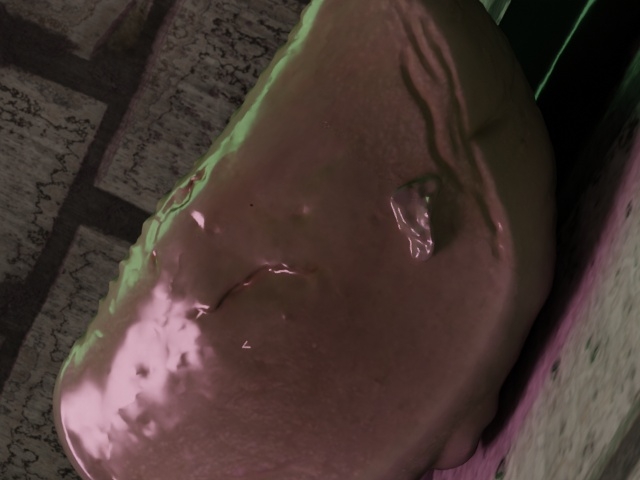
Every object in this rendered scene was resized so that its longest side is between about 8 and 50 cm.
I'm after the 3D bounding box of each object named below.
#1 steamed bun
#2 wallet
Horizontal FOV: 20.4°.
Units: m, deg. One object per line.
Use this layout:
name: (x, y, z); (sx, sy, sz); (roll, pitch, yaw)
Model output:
steamed bun: (0.020, 0.024, 1.111); (0.383, 0.236, 0.247); (-57, -2, 9)
wallet: (0.173, -0.157, 1.261); (0.228, 0.062, 0.406); (-82, 17, -67)
